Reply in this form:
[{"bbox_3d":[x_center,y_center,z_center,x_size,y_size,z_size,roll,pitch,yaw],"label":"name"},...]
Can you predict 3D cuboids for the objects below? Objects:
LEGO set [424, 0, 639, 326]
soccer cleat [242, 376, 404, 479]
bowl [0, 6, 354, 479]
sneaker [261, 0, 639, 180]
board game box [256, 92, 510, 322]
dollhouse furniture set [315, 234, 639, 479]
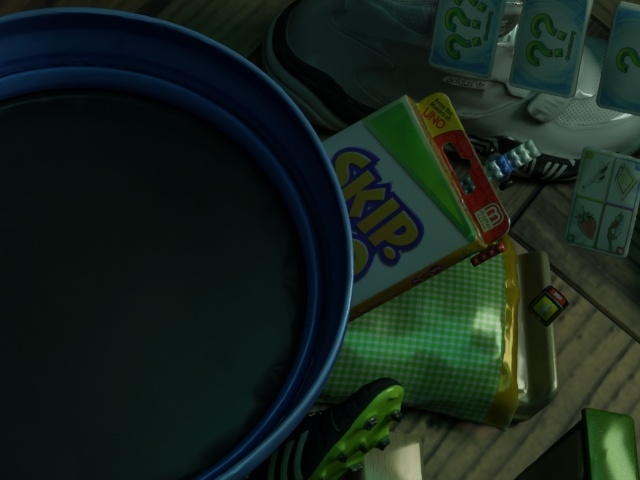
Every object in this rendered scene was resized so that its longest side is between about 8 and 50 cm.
[{"bbox_3d":[0.146,-0.063,1.409,0.182,0.244,0.060,15,16,16],"label":"LEGO set"},{"bbox_3d":[-0.010,0.144,1.343,0.060,0.179,0.072,-7,55,-50],"label":"soccer cleat"},{"bbox_3d":[-0.172,0.024,1.333,0.391,0.077,0.391,1,65,-1],"label":"bowl"},{"bbox_3d":[0.152,-0.162,1.553,0.365,0.210,0.137,8,60,-19],"label":"sneaker"},{"bbox_3d":[0.000,0.000,1.409,0.259,0.039,0.124,-28,72,10],"label":"board game box"},{"bbox_3d":[0.104,0.095,1.427,0.197,0.151,0.301,9,60,-18],"label":"dollhouse furniture set"}]
